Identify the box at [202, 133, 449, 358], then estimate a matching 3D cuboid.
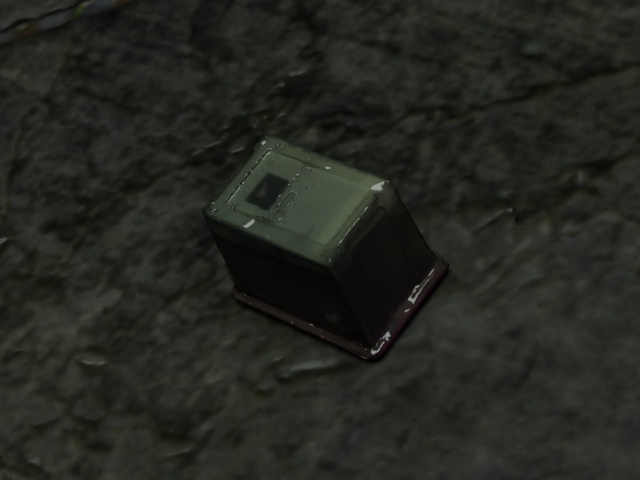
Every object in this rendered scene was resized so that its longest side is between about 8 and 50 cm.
[{"bbox_3d":[0.000,0.000,0.780,0.085,0.063,0.060,24,63,35],"label":"box"}]
